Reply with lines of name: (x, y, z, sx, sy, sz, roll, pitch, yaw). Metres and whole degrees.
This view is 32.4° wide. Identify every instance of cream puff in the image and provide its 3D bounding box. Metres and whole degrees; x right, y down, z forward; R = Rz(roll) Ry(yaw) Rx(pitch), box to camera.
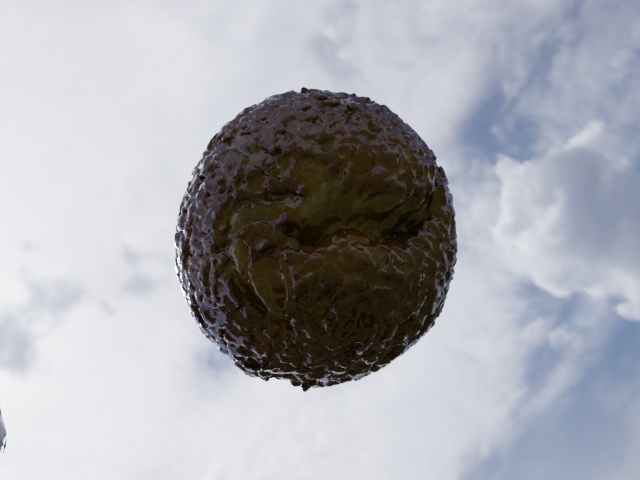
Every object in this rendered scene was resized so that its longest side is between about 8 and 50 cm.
cream puff: (0.000, 0.000, 1.081, 0.303, 0.212, 0.303, -1, -86, -10)

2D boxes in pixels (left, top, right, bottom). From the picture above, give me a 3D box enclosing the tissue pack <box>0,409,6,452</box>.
tissue pack: (-0.377, 0.148, 0.885, 0.209, 0.148, 0.156, -1, -61, -4)
